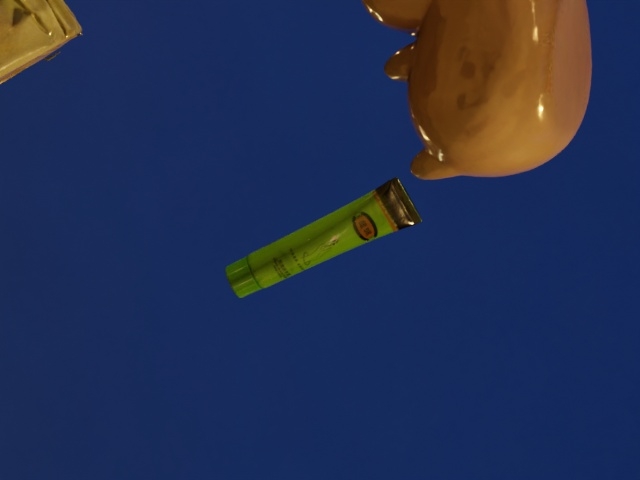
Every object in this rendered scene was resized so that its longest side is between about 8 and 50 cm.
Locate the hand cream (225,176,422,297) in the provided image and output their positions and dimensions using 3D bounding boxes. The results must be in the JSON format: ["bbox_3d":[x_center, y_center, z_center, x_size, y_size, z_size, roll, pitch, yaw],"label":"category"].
[{"bbox_3d":[0.000,0.000,0.982,0.036,0.122,0.023,59,10,-30],"label":"hand cream"}]

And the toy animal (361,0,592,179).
[{"bbox_3d":[0.109,-0.168,1.142,0.154,0.166,0.250,-15,-87,42],"label":"toy animal"}]

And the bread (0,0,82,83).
[{"bbox_3d":[-0.311,-0.149,1.253,0.109,0.210,0.192,60,-26,-7],"label":"bread"}]
